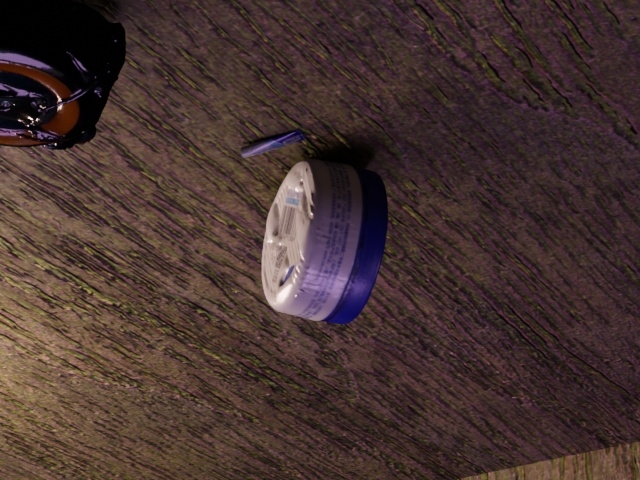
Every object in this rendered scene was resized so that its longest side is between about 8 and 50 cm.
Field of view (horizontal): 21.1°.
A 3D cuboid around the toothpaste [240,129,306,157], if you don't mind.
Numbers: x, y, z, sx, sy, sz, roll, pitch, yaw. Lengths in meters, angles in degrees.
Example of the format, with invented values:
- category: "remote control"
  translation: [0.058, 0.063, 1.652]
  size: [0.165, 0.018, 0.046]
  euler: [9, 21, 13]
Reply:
- category: "toothpaste"
  translation: [-0.060, -0.122, 2.167]
  size: [0.083, 0.015, 0.024]
  euler: [-16, 149, 17]

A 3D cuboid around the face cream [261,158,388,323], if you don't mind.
- category: "face cream"
  translation: [0.000, 0.000, 2.199]
  size: [0.111, 0.206, 0.206]
  euler: [10, 152, -19]

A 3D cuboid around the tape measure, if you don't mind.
- category: "tape measure"
  translation: [-0.330, -0.186, 1.877]
  size: [0.223, 0.135, 0.202]
  euler: [10, 148, -20]
